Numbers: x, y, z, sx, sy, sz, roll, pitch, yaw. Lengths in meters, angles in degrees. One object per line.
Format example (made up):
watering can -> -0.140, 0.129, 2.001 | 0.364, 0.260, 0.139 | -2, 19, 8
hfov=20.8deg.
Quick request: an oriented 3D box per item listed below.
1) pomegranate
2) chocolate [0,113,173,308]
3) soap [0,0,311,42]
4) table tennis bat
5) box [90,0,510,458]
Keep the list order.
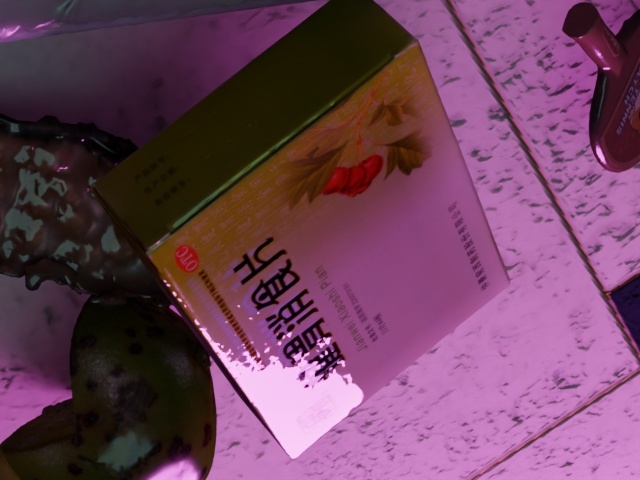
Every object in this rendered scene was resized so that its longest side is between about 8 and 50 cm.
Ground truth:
pomegranate -> -0.127, 0.120, 1.052 | 0.122, 0.143, 0.169 | 35, 93, -6
chocolate -> -0.147, -0.021, 0.999 | 0.329, 0.065, 0.102 | 13, 97, -28
soap -> -0.079, -0.241, 0.824 | 0.446, 0.156, 0.261 | -9, 125, -16
table tennis bat -> 0.145, -0.118, 1.092 | 0.170, 0.119, 0.107 | 33, 80, -58
box -> 0.000, 0.000, 0.976 | 0.175, 0.062, 0.260 | -38, 147, -7
